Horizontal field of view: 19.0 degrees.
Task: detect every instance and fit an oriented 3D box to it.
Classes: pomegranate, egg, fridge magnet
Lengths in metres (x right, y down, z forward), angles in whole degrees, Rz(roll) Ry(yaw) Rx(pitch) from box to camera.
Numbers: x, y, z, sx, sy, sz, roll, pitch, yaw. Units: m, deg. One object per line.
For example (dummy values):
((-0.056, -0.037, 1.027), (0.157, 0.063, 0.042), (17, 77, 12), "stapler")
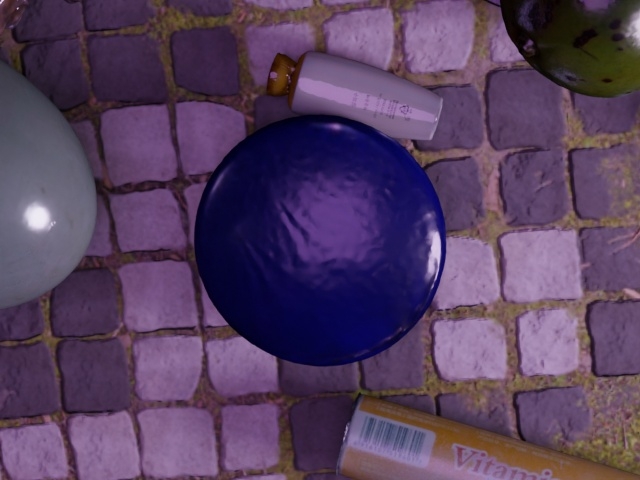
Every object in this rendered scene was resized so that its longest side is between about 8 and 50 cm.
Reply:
((0.291, -0.249, 1.858), (0.248, 0.202, 0.202), (-33, 95, -17), "pomegranate")
((-0.413, -0.077, 1.953), (0.389, 0.276, 0.276), (24, 103, 2), "egg")
((0.000, 0.000, 1.987), (0.266, 0.112, 0.265), (2, 101, 9), "fridge magnet")

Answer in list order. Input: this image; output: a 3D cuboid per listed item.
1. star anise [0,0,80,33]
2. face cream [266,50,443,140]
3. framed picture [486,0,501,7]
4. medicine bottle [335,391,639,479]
((-0.305, -0.308, 1.979), (0.257, 0.110, 0.198), (-37, 68, -2), "star anise")
((0.035, -0.150, 1.984), (0.182, 0.051, 0.072), (15, 100, 5), "face cream")
((0.274, -0.379, 1.924), (0.255, 0.014, 0.338), (23, 104, 3), "framed picture")
((0.232, 0.260, 2.008), (0.426, 0.108, 0.108), (17, 103, 7), "medicine bottle")
